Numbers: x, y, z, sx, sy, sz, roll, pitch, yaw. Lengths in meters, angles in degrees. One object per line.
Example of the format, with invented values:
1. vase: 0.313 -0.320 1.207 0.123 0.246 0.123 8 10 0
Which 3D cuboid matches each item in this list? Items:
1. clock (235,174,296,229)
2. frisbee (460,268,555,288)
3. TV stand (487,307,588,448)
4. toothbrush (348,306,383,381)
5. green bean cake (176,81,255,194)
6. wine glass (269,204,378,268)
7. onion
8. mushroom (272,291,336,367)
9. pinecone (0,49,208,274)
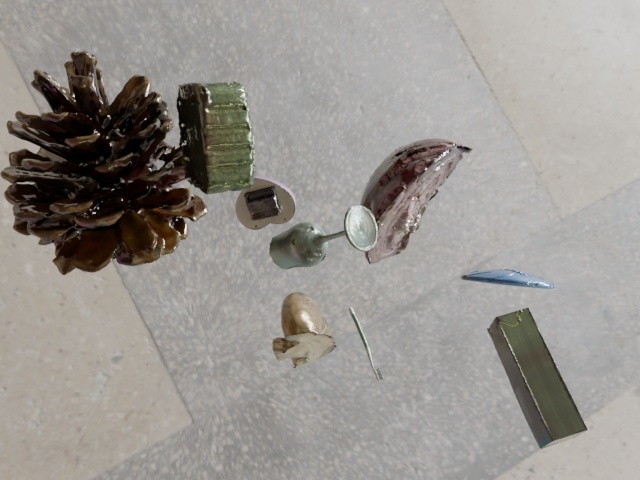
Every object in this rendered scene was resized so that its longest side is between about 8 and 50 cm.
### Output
1. clock: -0.183 -0.122 2.015 0.198 0.064 0.172 -13 112 9
2. frisbee: 0.498 0.099 1.680 0.242 0.242 0.045 6 89 -9
3. TV stand: 0.444 0.283 1.312 0.082 0.088 0.270 -15 62 -6
4. toothbrush: 0.134 0.307 1.890 0.024 0.018 0.257 -19 55 -6
5. green bean cake: -0.171 -0.173 1.037 0.094 0.181 0.173 -9 104 -23
6. wine glass: 0.000 0.000 1.048 0.079 0.195 0.079 14 69 -41
7. onion: 0.157 -0.106 1.298 0.146 0.280 0.314 42 105 18
8. mushroom: -0.052 0.213 1.573 0.156 0.286 0.151 -13 64 -5
9. pinecone: -0.392 -0.149 1.128 0.384 0.384 0.385 2 79 -10
